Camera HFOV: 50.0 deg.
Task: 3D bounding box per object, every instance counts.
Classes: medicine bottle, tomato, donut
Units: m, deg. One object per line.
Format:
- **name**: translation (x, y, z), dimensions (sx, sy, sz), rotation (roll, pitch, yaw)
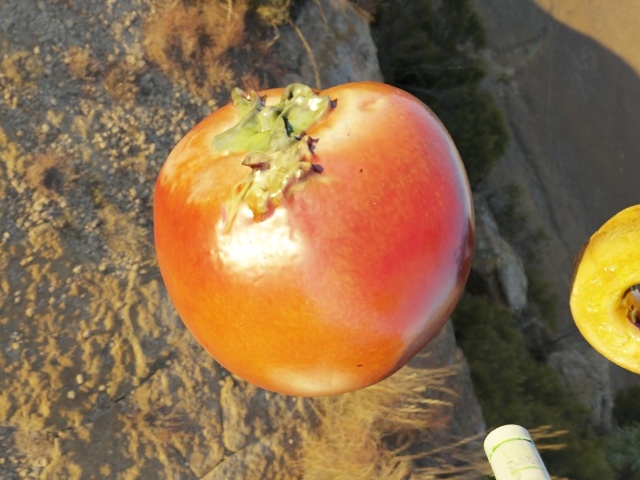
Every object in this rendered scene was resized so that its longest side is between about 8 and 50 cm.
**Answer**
- **medicine bottle**: translation (0.345, 0.408, 1.157), dimensions (0.086, 0.086, 0.183), rotation (47, 16, -27)
- **tomato**: translation (0.000, 0.000, 0.692), dimensions (0.321, 0.321, 0.321), rotation (24, 57, -43)
- **donut**: translation (0.438, 0.069, 0.888), dimensions (0.114, 0.227, 0.226), rotation (-39, 105, -48)
